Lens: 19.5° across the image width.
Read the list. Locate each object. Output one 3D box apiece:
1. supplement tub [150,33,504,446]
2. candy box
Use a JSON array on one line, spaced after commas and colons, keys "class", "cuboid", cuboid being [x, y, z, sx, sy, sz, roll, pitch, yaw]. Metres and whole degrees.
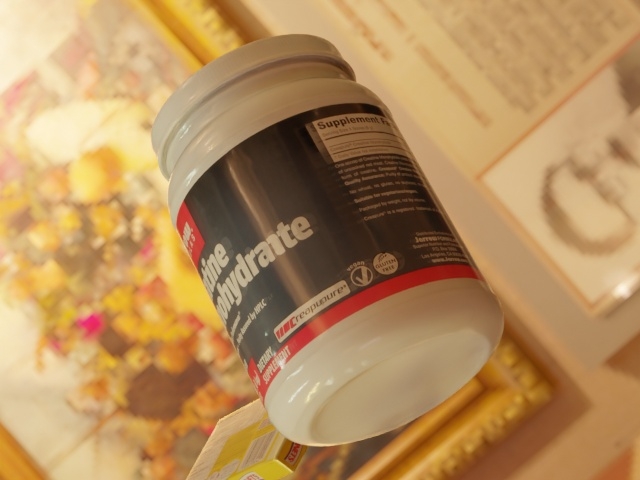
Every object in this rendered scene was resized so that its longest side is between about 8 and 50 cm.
[{"class": "supplement tub", "cuboid": [0.000, 0.000, 1.410, 0.191, 0.191, 0.272, 26, -148, -61]}, {"class": "candy box", "cuboid": [-0.058, 0.180, 1.637, 0.027, 0.206, 0.105, 40, -123, -12]}]
